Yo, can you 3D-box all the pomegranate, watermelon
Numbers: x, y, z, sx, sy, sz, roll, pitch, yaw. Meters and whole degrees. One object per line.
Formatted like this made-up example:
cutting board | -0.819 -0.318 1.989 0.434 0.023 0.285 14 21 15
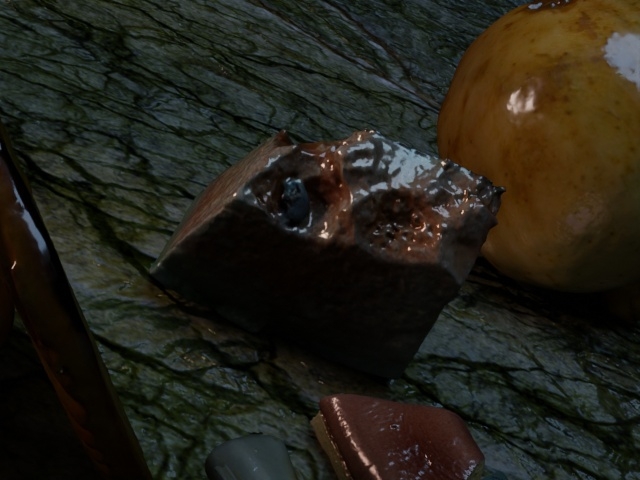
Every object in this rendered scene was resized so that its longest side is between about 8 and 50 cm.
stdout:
pomegranate | 0.326 -0.093 1.664 0.410 0.410 0.410 22 27 -12
watermelon | -0.007 0.015 1.306 0.264 0.302 0.151 25 64 -8

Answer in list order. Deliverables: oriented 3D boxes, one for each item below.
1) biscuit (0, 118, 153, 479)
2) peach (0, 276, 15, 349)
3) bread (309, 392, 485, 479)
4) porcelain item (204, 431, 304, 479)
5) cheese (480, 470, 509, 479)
biscuit | -0.194 0.039 1.000 0.040 0.318 0.318 -22 44 -9
peach | -0.294 0.066 0.973 0.103 0.179 0.179 59 20 -19
bread | 0.075 0.198 1.170 0.119 0.067 0.192 -14 43 -11
porcelain item | -0.011 0.237 1.051 0.084 0.054 0.213 2 36 -38
cheese | 0.130 0.225 1.238 0.120 0.026 0.067 7 33 -36
